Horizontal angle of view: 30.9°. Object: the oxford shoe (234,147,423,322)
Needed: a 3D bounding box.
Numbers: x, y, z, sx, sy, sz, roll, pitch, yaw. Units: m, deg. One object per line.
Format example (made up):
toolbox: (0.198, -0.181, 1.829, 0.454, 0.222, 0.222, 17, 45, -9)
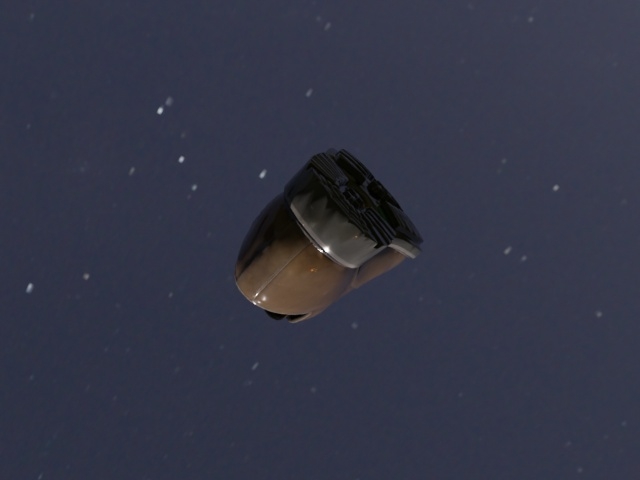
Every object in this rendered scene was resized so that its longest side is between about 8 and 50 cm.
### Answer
oxford shoe: (0.000, 0.000, 0.698, 0.083, 0.096, 0.227, 50, -166, 10)
